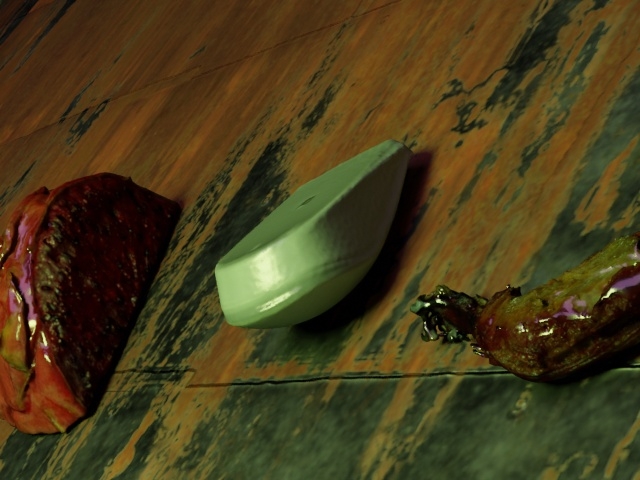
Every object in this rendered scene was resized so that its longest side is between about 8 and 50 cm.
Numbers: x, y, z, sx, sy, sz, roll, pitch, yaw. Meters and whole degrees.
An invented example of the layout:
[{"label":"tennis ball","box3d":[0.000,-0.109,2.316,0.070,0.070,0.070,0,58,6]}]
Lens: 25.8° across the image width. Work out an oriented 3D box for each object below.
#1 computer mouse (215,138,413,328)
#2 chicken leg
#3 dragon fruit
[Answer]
[{"label":"computer mouse","box3d":[0.000,0.000,1.116,0.128,0.079,0.231,-21,18,38]},{"label":"chicken leg","box3d":[0.140,0.039,0.851,0.253,0.051,0.106,-18,29,48]},{"label":"dragon fruit","box3d":[-0.295,0.054,1.410,0.205,0.152,0.317,-31,28,33]}]
